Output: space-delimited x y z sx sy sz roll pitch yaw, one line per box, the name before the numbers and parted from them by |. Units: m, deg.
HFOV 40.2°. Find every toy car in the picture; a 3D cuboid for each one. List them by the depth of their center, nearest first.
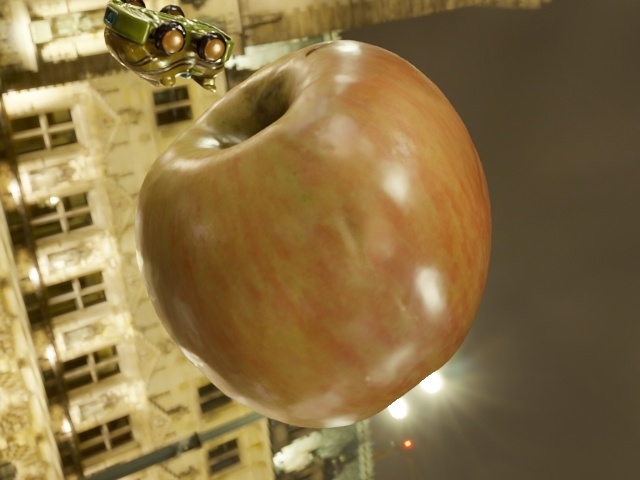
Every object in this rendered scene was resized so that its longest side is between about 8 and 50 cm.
toy car | -0.288 -0.354 1.619 0.200 0.248 0.142 42 -61 47

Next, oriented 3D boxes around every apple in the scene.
apple | 0.000 0.000 0.940 0.346 0.391 0.391 55 -23 -22
